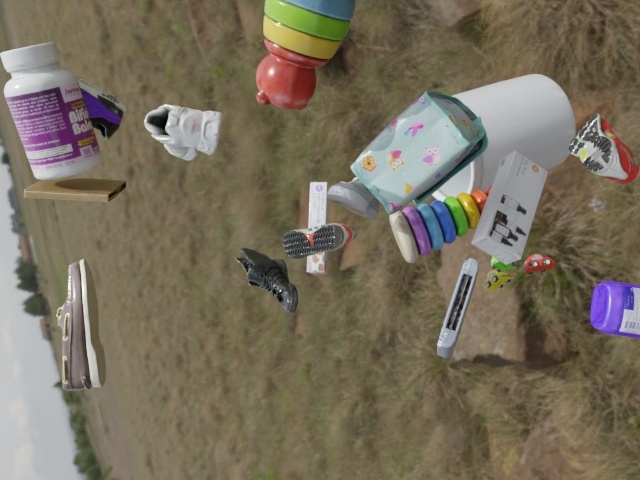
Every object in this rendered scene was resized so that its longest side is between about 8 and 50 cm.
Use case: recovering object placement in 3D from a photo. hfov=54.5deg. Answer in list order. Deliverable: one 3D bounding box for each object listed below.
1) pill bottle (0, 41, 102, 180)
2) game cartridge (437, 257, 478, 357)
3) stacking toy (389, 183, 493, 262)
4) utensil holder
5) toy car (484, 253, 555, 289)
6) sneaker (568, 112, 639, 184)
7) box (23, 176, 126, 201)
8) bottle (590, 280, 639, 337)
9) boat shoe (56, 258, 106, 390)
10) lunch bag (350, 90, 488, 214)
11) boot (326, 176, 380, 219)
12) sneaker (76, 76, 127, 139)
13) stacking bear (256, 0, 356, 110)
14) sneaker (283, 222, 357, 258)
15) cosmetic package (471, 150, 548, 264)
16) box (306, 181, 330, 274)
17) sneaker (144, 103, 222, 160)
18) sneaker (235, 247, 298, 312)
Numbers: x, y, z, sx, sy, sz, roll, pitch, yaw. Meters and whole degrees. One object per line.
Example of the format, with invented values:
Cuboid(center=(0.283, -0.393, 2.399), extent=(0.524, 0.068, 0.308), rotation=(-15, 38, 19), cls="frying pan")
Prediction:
Cuboid(center=(-0.649, -0.310, 1.493), extent=(0.169, 0.169, 0.302), rotation=(28, 134, 59), cls="pill bottle")
Cuboid(center=(0.435, 0.220, 1.967), extent=(0.196, 0.060, 0.294), rotation=(73, -143, -69), cls="game cartridge")
Cuboid(center=(0.348, -0.062, 1.561), extent=(0.141, 0.330, 0.141), rotation=(-21, -90, -88), cls="stacking toy")
Cuboid(center=(0.523, -0.311, 1.900), extent=(0.327, 0.385, 0.328), rotation=(161, 90, -72), cls="utensil holder")
Cuboid(center=(0.600, 0.077, 1.975), extent=(0.239, 0.225, 0.053), rotation=(-26, 59, 27), cls="toy car")
Cuboid(center=(0.684, -0.211, 1.492), extent=(0.107, 0.118, 0.279), rotation=(-57, 9, 34), cls="sneaker")
Cuboid(center=(-0.607, -0.130, 1.557), extent=(0.164, 0.201, 0.021), rotation=(-94, 8, -72), cls="box")
Cuboid(center=(0.745, 0.162, 1.362), extent=(0.092, 0.282, 0.118), rotation=(133, 145, -86), cls="bottle")
Cuboid(center=(-0.607, 0.210, 1.554), extent=(0.116, 0.096, 0.324), rotation=(124, 137, -80), cls="boat shoe")
Cuboid(center=(0.215, -0.185, 1.280), extent=(0.223, 0.262, 0.160), rotation=(-42, 83, 26), cls="lunch bag")
Cuboid(center=(0.090, -0.126, 1.357), extent=(0.258, 0.095, 0.123), rotation=(20, -89, -76), cls="boot")
Cuboid(center=(-0.689, -0.370, 1.717), extent=(0.102, 0.293, 0.146), rotation=(5, 75, 53), cls="sneaker")
Cuboid(center=(-0.034, -0.370, 1.085), extent=(0.164, 0.175, 0.289), rotation=(42, 124, 38), cls="stacking bear")
Cuboid(center=(0.000, 0.000, 1.185), extent=(0.161, 0.075, 0.057), rotation=(-12, 86, 45), cls="sneaker")
Cuboid(center=(0.423, -0.075, 1.380), extent=(0.239, 0.099, 0.060), rotation=(-65, 14, -24), cls="cosmetic package")
Cuboid(center=(-0.006, -0.042, 2.190), extent=(0.067, 0.063, 0.324), rotation=(43, -132, -75), cls="box")
Cuboid(center=(-0.254, -0.200, 1.092), extent=(0.232, 0.115, 0.090), rotation=(2, 81, 63), cls="sneaker")
Cuboid(center=(-0.106, 0.078, 1.218), extent=(0.170, 0.089, 0.051), rotation=(-114, 37, -48), cls="sneaker")
